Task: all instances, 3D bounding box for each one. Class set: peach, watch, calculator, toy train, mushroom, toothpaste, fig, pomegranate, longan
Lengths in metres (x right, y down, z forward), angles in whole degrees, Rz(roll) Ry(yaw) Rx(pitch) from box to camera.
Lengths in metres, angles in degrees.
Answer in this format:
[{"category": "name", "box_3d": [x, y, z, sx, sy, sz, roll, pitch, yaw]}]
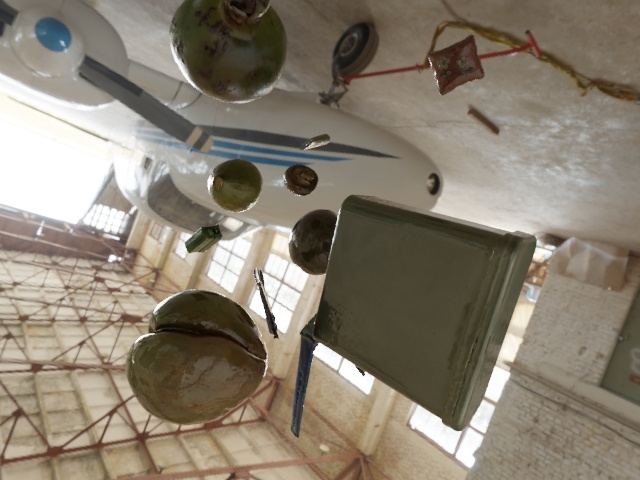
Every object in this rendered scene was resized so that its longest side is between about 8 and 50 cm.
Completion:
[{"category": "peach", "box_3d": [-0.261, 0.252, 0.908, 0.292, 0.248, 0.292, 23, -145, -18]}, {"category": "watch", "box_3d": [-0.003, 0.335, 1.095, 0.276, 0.275, 0.068, -33, -142, -30]}, {"category": "calculator", "box_3d": [-0.159, 0.172, 1.198, 0.028, 0.166, 0.274, -16, -171, -9]}, {"category": "toy train", "box_3d": [-0.276, -0.003, 0.975, 0.056, 0.093, 0.038, -6, -112, -55]}, {"category": "mushroom", "box_3d": [-0.062, -0.194, 1.337, 0.109, 0.085, 0.126, 23, -141, 34]}, {"category": "toothpaste", "box_3d": [-0.010, -0.298, 1.239, 0.032, 0.049, 0.204, 54, -153, -3]}, {"category": "fig", "box_3d": [-0.379, -0.247, 1.805, 0.239, 0.240, 0.271, 21, -178, 12]}, {"category": "pomegranate", "box_3d": [-0.124, -0.316, 0.641, 0.210, 0.180, 0.179, -17, 155, 36]}, {"category": "longan", "box_3d": [0.000, 0.000, 1.459, 0.248, 0.249, 0.248, 21, 180, 0]}]

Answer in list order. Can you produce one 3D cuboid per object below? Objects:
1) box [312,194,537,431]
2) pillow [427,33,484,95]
[{"category": "box", "box_3d": [0.184, 0.112, 0.814, 0.343, 0.353, 0.177, 21, -165, 36]}, {"category": "pillow", "box_3d": [0.522, -0.672, 1.590, 0.179, 0.172, 0.075, -18, -169, 21]}]
